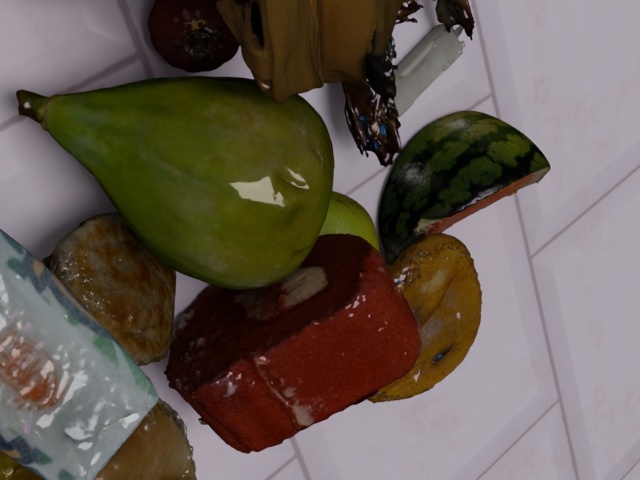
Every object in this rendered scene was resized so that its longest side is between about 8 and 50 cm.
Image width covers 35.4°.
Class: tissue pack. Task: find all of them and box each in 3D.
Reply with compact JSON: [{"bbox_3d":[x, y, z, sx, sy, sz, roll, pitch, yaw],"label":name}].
[{"bbox_3d":[-0.302,0.061,0.821,0.128,0.311,0.228,-51,128,-18],"label":"tissue pack"}]

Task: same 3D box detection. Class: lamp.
[{"bbox_3d":[-0.128,-0.223,1.045,0.101,0.090,0.101,-7,133,-7],"label":"lamp"}]

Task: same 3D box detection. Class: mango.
[{"bbox_3d":[0.003,-0.006,1.217,0.163,0.089,0.117,32,81,-41],"label":"mango"}]

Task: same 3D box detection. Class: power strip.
[{"bbox_3d":[0.131,-0.224,1.309,0.191,0.030,0.047,-47,125,-22],"label":"power strip"}]

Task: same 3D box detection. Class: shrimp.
[{"bbox_3d":[0.105,-0.238,1.242,0.222,0.054,0.290,-7,94,-32],"label":"shrimp"}]

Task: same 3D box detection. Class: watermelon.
[{"bbox_3d":[0.220,-0.085,1.358,0.303,0.128,0.159,-28,119,-33],"label":"watermelon"}]

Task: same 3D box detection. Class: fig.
[{"bbox_3d":[-0.132,-0.053,1.019,0.314,0.233,0.233,-10,108,-28],"label":"fig"}]

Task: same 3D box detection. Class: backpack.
[{"bbox_3d":[-0.004,-0.312,0.931,0.353,0.201,0.378,58,28,-80],"label":"backpack"}]

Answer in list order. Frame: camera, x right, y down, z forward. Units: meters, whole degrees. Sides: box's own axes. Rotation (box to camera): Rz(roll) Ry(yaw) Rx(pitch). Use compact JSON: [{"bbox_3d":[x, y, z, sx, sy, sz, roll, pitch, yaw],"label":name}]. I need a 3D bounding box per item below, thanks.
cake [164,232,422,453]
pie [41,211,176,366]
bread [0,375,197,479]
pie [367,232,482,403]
[{"bbox_3d":[-0.036,0.107,1.122,0.283,0.177,0.151,-31,127,7],"label":"cake"},{"bbox_3d":[-0.210,0.056,1.016,0.163,0.079,0.193,57,27,0],"label":"pie"},{"bbox_3d":[-0.246,0.208,0.981,0.246,0.195,0.176,-25,131,-37],"label":"bread"},{"bbox_3d":[0.121,0.109,1.337,0.273,0.069,0.273,-24,131,-31],"label":"pie"}]
